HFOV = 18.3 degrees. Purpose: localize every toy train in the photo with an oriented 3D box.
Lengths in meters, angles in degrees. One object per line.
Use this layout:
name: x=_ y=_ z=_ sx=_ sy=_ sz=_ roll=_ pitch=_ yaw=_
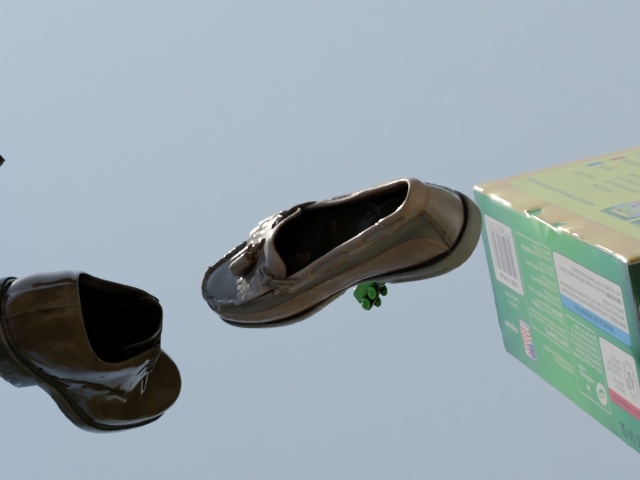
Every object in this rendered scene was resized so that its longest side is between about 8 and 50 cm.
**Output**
toy train: x=0.047 y=0.019 z=1.477 sx=0.017 sy=0.023 sz=0.083 roll=-11 pitch=-37 yaw=-39

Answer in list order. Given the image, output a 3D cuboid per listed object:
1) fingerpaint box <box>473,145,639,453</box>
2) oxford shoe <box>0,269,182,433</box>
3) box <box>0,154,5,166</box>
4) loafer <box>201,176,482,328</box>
fingerpaint box: x=0.355 y=0.017 z=1.520 sx=0.371 sy=0.445 sz=0.163 roll=-14 pitch=-80 yaw=-8
oxford shoe: x=-0.138 y=0.077 z=1.341 sx=0.227 sy=0.096 sz=0.083 roll=37 pitch=-138 yaw=-64
box: x=-0.269 y=-0.024 z=1.138 sx=0.114 sy=0.207 sz=0.036 roll=50 pitch=-138 yaw=5
loafer: x=0.000 y=0.000 z=0.746 sx=0.039 sy=0.125 sz=0.045 roll=35 pitch=-130 yaw=-42
